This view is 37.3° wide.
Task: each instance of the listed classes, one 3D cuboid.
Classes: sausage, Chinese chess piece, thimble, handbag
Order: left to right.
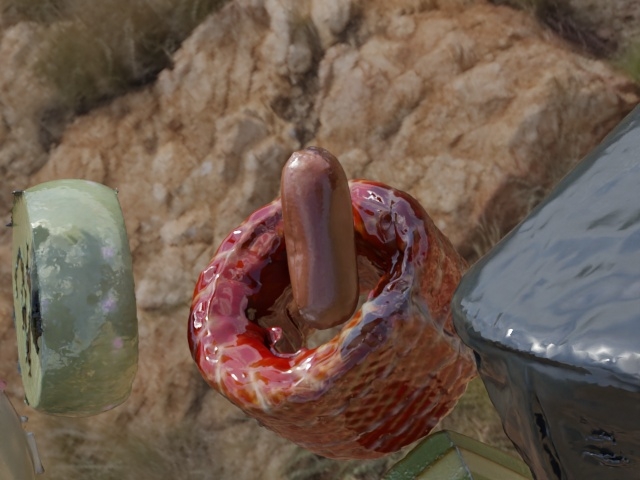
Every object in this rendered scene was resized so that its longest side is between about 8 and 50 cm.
[{"bbox_3d":[-0.368,0.084,1.386,0.146,0.349,0.349,-4,47,-23],"label":"Chinese chess piece"},{"bbox_3d":[0.000,0.000,0.972,0.077,0.194,0.077,-7,14,2],"label":"sausage"},{"bbox_3d":[0.020,0.101,1.191,0.350,0.230,0.350,-20,48,24],"label":"thimble"},{"bbox_3d":[0.193,0.040,0.463,0.254,0.181,0.181,-42,29,-25],"label":"handbag"}]

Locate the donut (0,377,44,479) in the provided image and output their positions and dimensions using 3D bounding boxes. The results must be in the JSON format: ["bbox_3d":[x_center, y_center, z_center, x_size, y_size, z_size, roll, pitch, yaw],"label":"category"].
[{"bbox_3d":[-0.415,0.251,0.901,0.382,0.142,0.382,0,89,33],"label":"donut"}]

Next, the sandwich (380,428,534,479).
[{"bbox_3d":[0.176,0.328,1.149,0.144,0.187,0.117,-48,37,17],"label":"sandwich"}]
